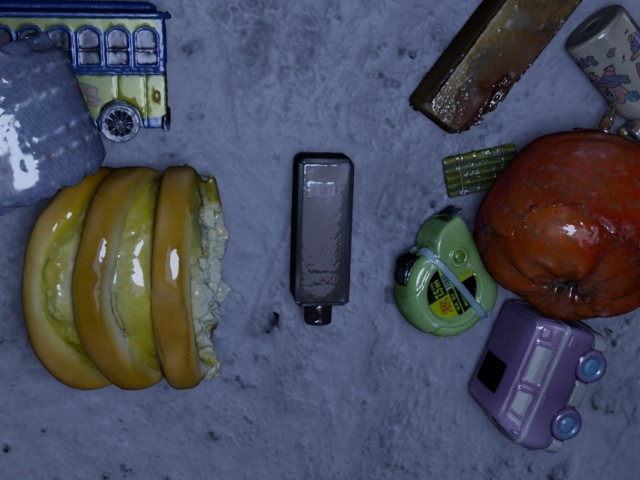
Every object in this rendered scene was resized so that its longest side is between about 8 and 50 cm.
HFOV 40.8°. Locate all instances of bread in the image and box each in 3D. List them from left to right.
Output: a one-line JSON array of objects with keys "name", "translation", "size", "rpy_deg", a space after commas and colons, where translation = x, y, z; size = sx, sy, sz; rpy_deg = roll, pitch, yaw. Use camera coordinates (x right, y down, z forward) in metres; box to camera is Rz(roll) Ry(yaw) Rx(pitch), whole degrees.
[{"name": "bread", "translation": [-0.251, 0.055, 1.136], "size": [0.270, 0.211, 0.316], "rpy_deg": [2, 100, -9]}]

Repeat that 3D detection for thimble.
[{"name": "thimble", "translation": [-0.369, -0.119, 0.948], "size": [0.236, 0.205, 0.172], "rpy_deg": [-14, 105, 28]}]

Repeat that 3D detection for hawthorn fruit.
[{"name": "hawthorn fruit", "translation": [0.371, -0.050, 1.204], "size": [0.276, 0.276, 0.308], "rpy_deg": [29, 73, -14]}]

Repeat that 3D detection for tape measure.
[{"name": "tape measure", "translation": [0.182, 0.064, 1.273], "size": [0.154, 0.087, 0.177], "rpy_deg": [-36, 108, -12]}]

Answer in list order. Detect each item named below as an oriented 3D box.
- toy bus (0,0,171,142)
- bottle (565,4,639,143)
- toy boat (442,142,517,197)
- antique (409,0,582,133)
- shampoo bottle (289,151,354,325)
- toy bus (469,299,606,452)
[{"name": "toy bus", "translation": [-0.334, -0.216, 1.096], "size": [0.287, 0.138, 0.175], "rpy_deg": [-1, 104, -9]}, {"name": "bottle", "translation": [0.449, -0.228, 1.247], "size": [0.110, 0.097, 0.209], "rpy_deg": [-40, 107, 14]}, {"name": "toy boat", "translation": [0.240, -0.104, 1.281], "size": [0.115, 0.016, 0.063], "rpy_deg": [-14, 104, -6]}, {"name": "antique", "translation": [0.256, -0.286, 1.207], "size": [0.093, 0.087, 0.310], "rpy_deg": [37, 94, -16]}, {"name": "shampoo bottle", "translation": [0.000, 0.000, 1.231], "size": [0.080, 0.079, 0.246], "rpy_deg": [0, 103, -8]}, {"name": "toy bus", "translation": [0.321, 0.204, 1.304], "size": [0.142, 0.142, 0.203], "rpy_deg": [18, 98, -19]}]
